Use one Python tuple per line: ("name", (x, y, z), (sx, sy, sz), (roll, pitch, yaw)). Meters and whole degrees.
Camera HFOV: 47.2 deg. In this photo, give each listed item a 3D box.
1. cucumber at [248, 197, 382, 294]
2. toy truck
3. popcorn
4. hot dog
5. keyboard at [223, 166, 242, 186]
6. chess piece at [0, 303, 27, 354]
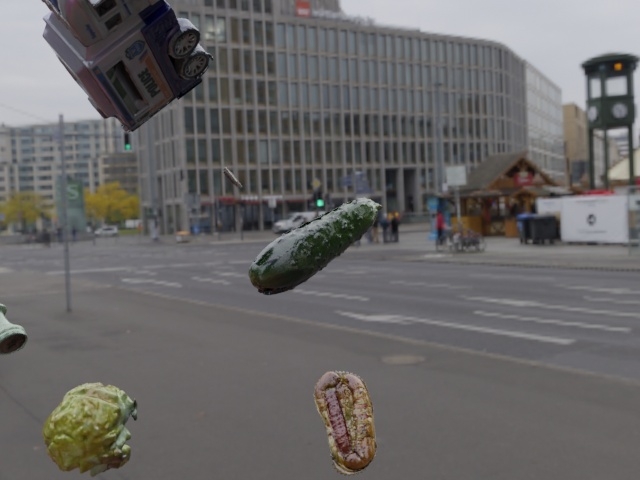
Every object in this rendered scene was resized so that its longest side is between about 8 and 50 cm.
("cucumber", (0.000, 0.000, 0.925), (0.227, 0.069, 0.069), (-33, 21, -35))
("toy truck", (-0.241, -0.252, 0.852), (0.155, 0.124, 0.268), (-41, -16, -8))
("popcorn", (-0.450, 0.387, 1.473), (0.197, 0.213, 0.198), (-25, 17, 8))
("hot dog", (0.060, 0.411, 1.664), (0.131, 0.253, 0.069), (-16, -37, 5))
("keyboard", (-0.239, -0.168, 1.975), (0.017, 0.055, 0.166), (-38, 0, -1))
("chess piece", (-0.567, 0.129, 1.285), (0.059, 0.059, 0.149), (-5, 45, -46))
